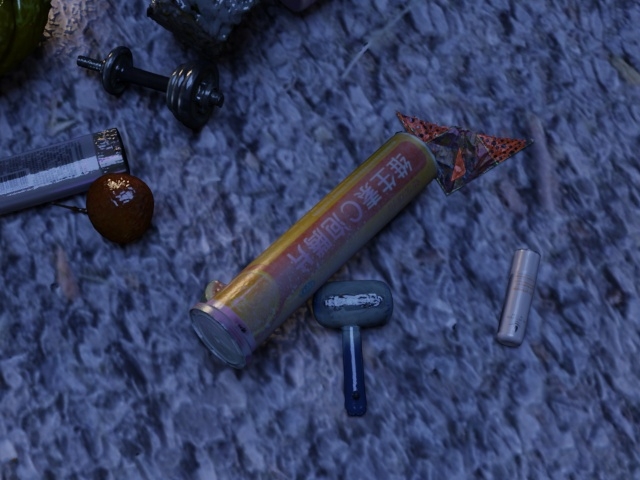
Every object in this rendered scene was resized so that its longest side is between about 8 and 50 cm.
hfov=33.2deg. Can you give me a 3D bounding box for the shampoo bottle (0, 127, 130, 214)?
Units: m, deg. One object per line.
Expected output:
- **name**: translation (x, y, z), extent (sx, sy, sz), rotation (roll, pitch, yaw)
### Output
- **shampoo bottle**: translation (-0.409, -0.104, 1.639), extent (0.227, 0.056, 0.086), rotation (-17, 67, -5)

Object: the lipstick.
- **lipstick**: translation (0.286, 0.083, 1.554), extent (0.040, 0.040, 0.141), rotation (14, 71, 7)

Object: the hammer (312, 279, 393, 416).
- **hammer**: translation (0.049, 0.152, 1.527), extent (0.116, 0.069, 0.193), rotation (-3, 77, 0)

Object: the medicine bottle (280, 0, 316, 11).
- **medicine bottle**: translation (0.023, -0.500, 1.732), extent (0.254, 0.152, 0.152), rotation (-38, 72, -13)

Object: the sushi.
- **sushi**: translation (-0.167, -0.385, 1.669), extent (0.139, 0.274, 0.184), rotation (36, 77, -14)

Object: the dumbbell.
- **dumbbell**: translation (-0.266, -0.251, 1.675), extent (0.255, 0.110, 0.110), rotation (18, 70, 16)

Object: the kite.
- **kite**: translation (0.207, -0.124, 1.655), extent (0.222, 0.008, 0.125), rotation (14, 70, 7)

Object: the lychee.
- **lychee**: translation (-0.305, -0.053, 1.600), extent (0.114, 0.140, 0.101), rotation (48, 68, -22)

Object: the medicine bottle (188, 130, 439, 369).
- **medicine bottle**: translation (0.000, 0.000, 1.523), extent (0.108, 0.108, 0.426), rotation (39, 63, 15)

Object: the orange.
- **orange**: translation (-0.571, -0.358, 1.633), extent (0.301, 0.223, 0.300), rotation (18, 25, -12)

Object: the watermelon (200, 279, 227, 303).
- **watermelon**: translation (-0.139, 0.107, 1.531), extent (0.072, 0.084, 0.092), rotation (-15, 48, 6)
